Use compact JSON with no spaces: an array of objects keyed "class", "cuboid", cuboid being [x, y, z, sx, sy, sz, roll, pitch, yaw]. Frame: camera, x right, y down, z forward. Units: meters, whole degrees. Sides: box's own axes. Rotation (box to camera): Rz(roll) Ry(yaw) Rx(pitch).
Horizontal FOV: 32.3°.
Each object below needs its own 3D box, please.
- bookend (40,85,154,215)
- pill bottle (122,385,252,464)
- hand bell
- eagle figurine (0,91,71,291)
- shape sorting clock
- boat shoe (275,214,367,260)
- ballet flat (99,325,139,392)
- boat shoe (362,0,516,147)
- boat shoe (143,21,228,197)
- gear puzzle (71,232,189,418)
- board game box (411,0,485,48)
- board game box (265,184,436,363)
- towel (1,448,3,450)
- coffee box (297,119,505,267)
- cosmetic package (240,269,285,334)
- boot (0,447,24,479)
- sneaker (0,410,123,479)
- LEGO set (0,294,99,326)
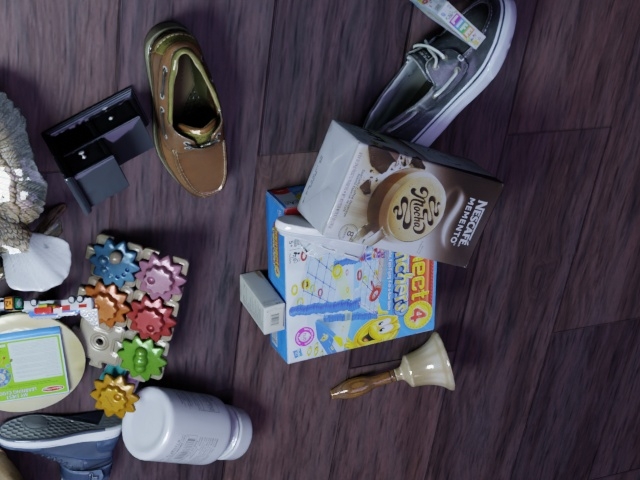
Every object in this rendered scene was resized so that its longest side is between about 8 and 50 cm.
[{"class":"bookend","cuboid":[-0.317,-0.136,1.650,0.156,0.157,0.072,-29,130,-8]},{"class":"pill bottle","cuboid":[-0.237,0.342,2.016,0.229,0.131,0.131,19,110,-49]},{"class":"hand bell","cuboid":[0.137,0.276,2.222,0.242,0.126,0.126,-17,128,-2]},{"class":"eagle figurine","cuboid":[-0.503,-0.057,1.587,0.225,0.226,0.298,-16,135,6]},{"class":"shape sorting clock","cuboid":[-0.499,0.204,1.848,0.206,0.040,0.206,-7,120,-12]},{"class":"boat shoe","cuboid":[0.000,0.000,1.856,0.184,0.066,0.063,8,108,-39]},{"class":"ballet flat","cuboid":[-0.315,0.192,1.932,0.079,0.077,0.221,-1,129,-52]},{"class":"boat shoe","cuboid":[0.198,-0.281,1.855,0.119,0.121,0.335,20,111,-41]},{"class":"boat shoe","cuboid":[-0.204,-0.180,1.715,0.111,0.104,0.307,-24,129,-12]},{"class":"gear puzzle","cuboid":[-0.335,0.159,1.847,0.175,0.044,0.339,17,115,3]},{"class":"board game box","cuboid":[0.188,-0.370,1.769,0.103,0.154,0.026,32,101,-40]},{"class":"board game box","cuboid":[0.059,0.042,1.989,0.302,0.086,0.308,-11,117,-21]},{"class":"towel","cuboid":[-0.734,0.434,1.879,0.336,0.040,0.243,13,113,-34]},{"class":"coffee box","cuboid":[0.136,-0.075,1.848,0.297,0.119,0.168,12,109,-30]},{"class":"cosmetic package","cuboid":[-0.103,0.108,1.954,0.041,0.115,0.060,-13,127,-22]},{"class":"boot","cuboid":[-0.537,0.480,1.942,0.112,0.115,0.305,-41,148,-25]},{"class":"sneaker","cuboid":[-0.470,0.391,1.962,0.226,0.086,0.163,3,116,-31]},{"class":"LEGO set","cuboid":[-0.455,0.112,1.695,0.182,0.244,0.060,-1,84,-30]}]
